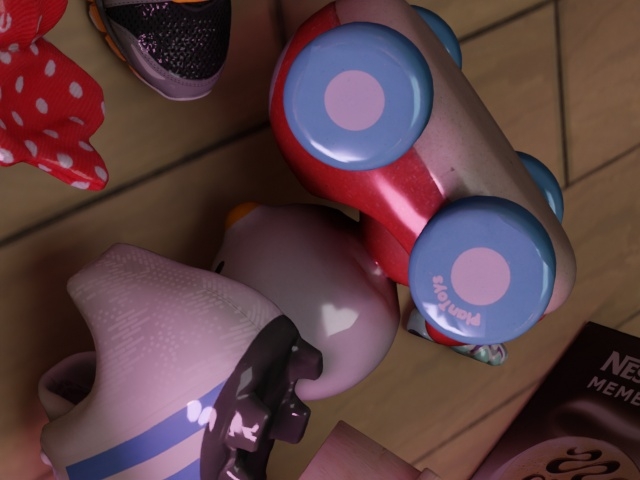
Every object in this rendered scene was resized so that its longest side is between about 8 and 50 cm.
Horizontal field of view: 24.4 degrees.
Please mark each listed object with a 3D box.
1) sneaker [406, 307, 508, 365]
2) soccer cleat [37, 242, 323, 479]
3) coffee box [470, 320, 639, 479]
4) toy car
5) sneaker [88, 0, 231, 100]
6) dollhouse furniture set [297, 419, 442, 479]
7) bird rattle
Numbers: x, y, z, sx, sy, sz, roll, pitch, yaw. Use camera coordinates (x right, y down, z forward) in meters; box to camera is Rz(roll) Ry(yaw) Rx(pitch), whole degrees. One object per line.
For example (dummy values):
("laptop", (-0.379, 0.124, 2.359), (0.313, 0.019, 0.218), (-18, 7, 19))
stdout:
("sneaker", (0.108, 0.046, 1.031), (0.098, 0.038, 0.069), (24, 86, -46))
("soccer cleat", (-0.096, 0.141, 0.828), (0.116, 0.143, 0.331), (-41, 153, -49))
("coffee box", (0.198, 0.221, 1.084), (0.297, 0.168, 0.119), (-49, 131, -22))
("toy car", (0.000, 0.000, 0.838), (0.238, 0.219, 0.210), (-35, 94, 14))
("sneaker", (-0.071, -0.174, 0.756), (0.084, 0.083, 0.215), (-23, 119, -39))
("dollhouse furniture set", (-0.018, 0.325, 0.808), (0.355, 0.174, 0.303), (-53, 164, -21))
("bird rattle", (-0.151, -0.152, 0.663), (0.253, 0.143, 0.207), (51, 51, -44))
